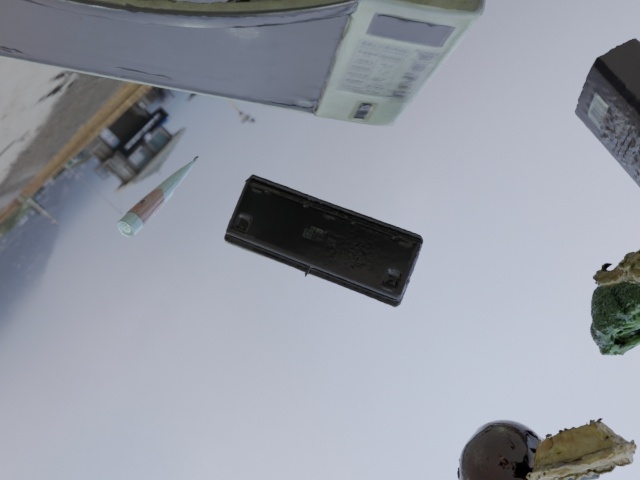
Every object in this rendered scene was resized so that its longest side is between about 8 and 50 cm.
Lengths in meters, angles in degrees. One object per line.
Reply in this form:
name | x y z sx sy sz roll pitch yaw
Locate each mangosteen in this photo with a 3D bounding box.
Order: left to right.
mangosteen | 0.436 0.489 1.383 0.288 0.232 0.231 -11 -150 14

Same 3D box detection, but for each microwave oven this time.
microwave oven | -0.093 -0.276 0.461 0.247 0.393 0.333 162 -63 -83

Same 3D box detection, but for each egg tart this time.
egg tart | 0.467 0.389 1.200 0.212 0.212 0.090 -34 -122 26

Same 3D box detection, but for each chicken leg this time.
chicken leg | 0.773 0.070 1.638 0.227 0.088 0.103 -33 -171 43

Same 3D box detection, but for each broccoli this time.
broccoli | 0.863 0.208 1.809 0.245 0.294 0.265 21 -92 47

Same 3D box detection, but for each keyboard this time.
keyboard | 0.000 0.000 0.772 0.025 0.230 0.094 38 74 -76

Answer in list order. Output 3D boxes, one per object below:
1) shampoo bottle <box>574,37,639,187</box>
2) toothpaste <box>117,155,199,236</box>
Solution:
shampoo bottle | 0.352 -0.040 0.589 0.071 0.310 0.098 -28 156 -3
toothpaste | -0.274 -0.079 1.131 0.056 0.036 0.205 -36 -165 43
